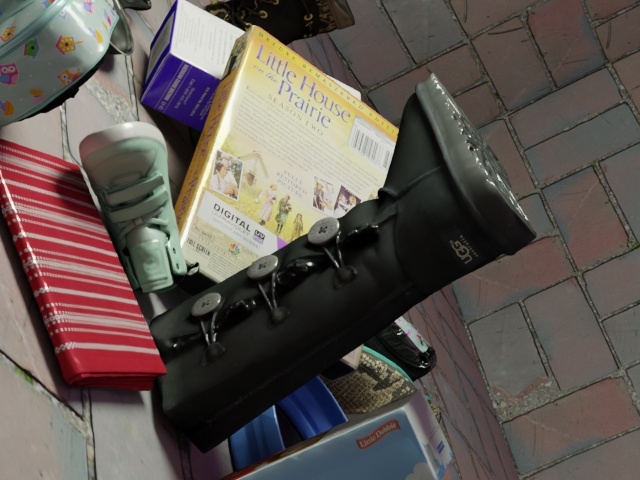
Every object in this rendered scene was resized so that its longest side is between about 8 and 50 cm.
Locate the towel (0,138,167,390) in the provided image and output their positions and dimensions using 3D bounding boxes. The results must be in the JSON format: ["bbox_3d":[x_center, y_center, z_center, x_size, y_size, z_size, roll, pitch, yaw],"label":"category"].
[{"bbox_3d":[-0.258,0.028,1.306,0.274,0.031,0.199,65,13,14],"label":"towel"}]

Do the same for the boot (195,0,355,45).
[{"bbox_3d":[-0.114,-0.445,2.336,0.138,0.284,0.377,69,11,18],"label":"boot"}]

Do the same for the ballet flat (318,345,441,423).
[{"bbox_3d":[0.098,0.303,2.055,0.483,0.164,0.182,45,42,-63],"label":"ballet flat"}]

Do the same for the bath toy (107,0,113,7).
[{"bbox_3d":[-0.366,-0.339,1.408,0.348,0.129,0.151,44,67,-55],"label":"bath toy"}]

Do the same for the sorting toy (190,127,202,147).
[{"bbox_3d":[-0.132,-0.181,2.086,0.127,0.126,0.365,59,12,-27],"label":"sorting toy"}]

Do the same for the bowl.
[{"bbox_3d":[-0.003,0.337,1.662,0.391,0.077,0.391,60,12,-21],"label":"bowl"}]

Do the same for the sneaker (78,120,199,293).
[{"bbox_3d":[-0.197,-0.027,1.429,0.256,0.094,0.151,81,-10,-68],"label":"sneaker"}]

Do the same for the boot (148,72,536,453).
[{"bbox_3d":[0.006,0.015,1.488,0.146,0.445,0.367,49,14,-20],"label":"boot"}]

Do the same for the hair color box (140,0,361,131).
[{"bbox_3d":[-0.100,-0.221,1.956,0.339,0.110,0.185,24,32,-18],"label":"hair color box"}]

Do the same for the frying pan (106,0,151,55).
[{"bbox_3d":[-0.324,-0.368,1.816,0.197,0.053,0.326,59,10,-24],"label":"frying pan"}]

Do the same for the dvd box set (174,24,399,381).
[{"bbox_3d":[-0.038,-0.058,1.736,0.308,0.062,0.420,33,50,-24],"label":"dvd box set"}]

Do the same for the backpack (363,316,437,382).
[{"bbox_3d":[0.114,0.194,2.386,0.182,0.152,0.115,49,9,-10],"label":"backpack"}]

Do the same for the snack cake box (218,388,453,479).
[{"bbox_3d":[0.001,0.259,1.364,0.089,0.264,0.152,65,11,3],"label":"snack cake box"}]

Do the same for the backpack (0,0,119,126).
[{"bbox_3d":[-0.298,-0.206,1.286,0.144,0.166,0.188,54,11,-32],"label":"backpack"}]
